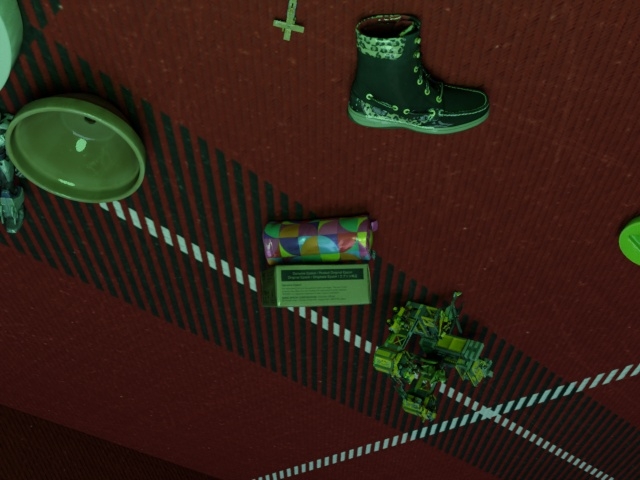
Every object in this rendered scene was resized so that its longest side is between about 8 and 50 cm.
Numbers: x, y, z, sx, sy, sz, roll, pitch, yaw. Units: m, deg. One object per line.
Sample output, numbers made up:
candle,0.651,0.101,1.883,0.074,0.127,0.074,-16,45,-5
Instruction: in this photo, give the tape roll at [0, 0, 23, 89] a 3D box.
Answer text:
tape roll,-0.659,-0.353,1.076,0.392,0.072,0.392,2,144,2

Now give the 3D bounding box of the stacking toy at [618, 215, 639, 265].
stacking toy,0.769,-0.038,1.402,0.280,0.130,0.309,25,143,15

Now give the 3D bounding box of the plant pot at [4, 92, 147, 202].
plant pot,-0.420,-0.181,1.256,0.237,0.109,0.237,2,142,1

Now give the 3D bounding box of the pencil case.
pencil case,0.000,0.000,1.476,0.236,0.104,0.104,-3,143,10

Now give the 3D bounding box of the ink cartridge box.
ink cartridge box,-0.018,0.097,1.507,0.193,0.088,0.235,-2,175,-13

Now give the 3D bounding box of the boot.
boot,0.161,-0.261,1.124,0.236,0.085,0.178,2,141,3

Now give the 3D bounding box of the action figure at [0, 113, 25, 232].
action figure,-0.611,-0.148,1.328,0.185,0.099,0.285,16,138,-1

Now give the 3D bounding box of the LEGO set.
LEGO set,0.293,0.302,1.723,0.192,0.255,0.331,11,140,37

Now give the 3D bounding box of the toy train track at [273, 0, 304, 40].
toy train track,-0.045,-0.346,1.086,0.048,0.014,0.083,14,137,-2
